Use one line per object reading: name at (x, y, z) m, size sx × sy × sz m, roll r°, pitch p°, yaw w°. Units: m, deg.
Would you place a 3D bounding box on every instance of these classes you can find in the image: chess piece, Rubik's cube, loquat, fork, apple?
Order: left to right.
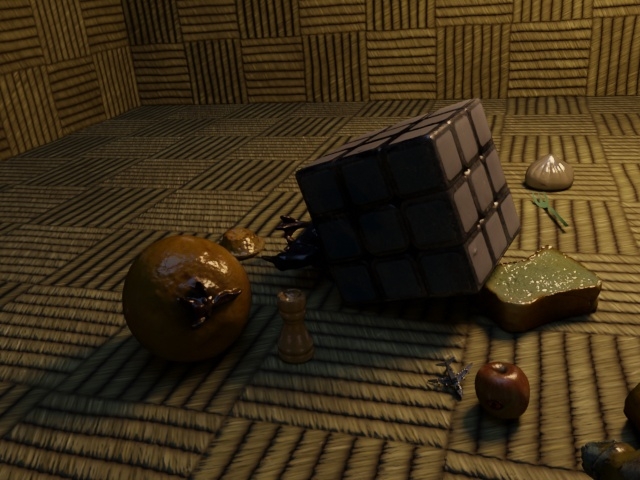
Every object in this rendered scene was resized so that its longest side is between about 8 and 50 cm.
loquat at (-0.233, 0.101, 1.077) m, size 0.244 × 0.244 × 0.244 m, roll -4°, pitch 24°, yaw 2°
chess piece at (-0.048, 0.147, 1.057) m, size 0.066 × 0.122 × 0.066 m, roll -5°, pitch 24°, yaw 2°
Rubik's cube at (0.184, -0.072, 1.206) m, size 0.301 × 0.305 × 0.304 m, roll -10°, pitch 19°, yaw 36°
apple at (0.267, 0.221, 0.894) m, size 0.084 × 0.071 × 0.084 m, roll -1°, pitch 17°, yaw 0°
fork at (0.588, -0.074, 1.552) m, size 0.039 × 0.021 × 0.235 m, roll -7°, pitch 25°, yaw 6°

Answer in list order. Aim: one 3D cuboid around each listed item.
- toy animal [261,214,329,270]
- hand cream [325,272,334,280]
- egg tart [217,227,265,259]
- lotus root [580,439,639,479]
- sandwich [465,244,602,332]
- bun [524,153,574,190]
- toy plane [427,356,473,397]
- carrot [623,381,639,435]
toy animal at (0.000, 0.000, 1.386) m, size 0.298 × 0.122 × 0.185 m, roll -14°, pitch 14°, yaw -36°
hand cream at (0.063, 0.060, 1.355) m, size 0.036 × 0.023 × 0.122 m, roll 14°, pitch 34°, yaw 43°
egg tart at (-0.199, 0.003, 1.505) m, size 0.129 × 0.049 × 0.129 m, roll -3°, pitch 25°, yaw 1°
lotus root at (0.415, 0.287, 0.612) m, size 0.322 × 0.158 × 0.140 m, roll 8°, pitch 26°, yaw 42°
sandwich at (0.403, 0.089, 1.164) m, size 0.214 × 0.065 × 0.186 m, roll -12°, pitch 25°, yaw -12°
bun at (0.657, -0.203, 1.738) m, size 0.138 × 0.094 × 0.138 m, roll -3°, pitch 21°, yaw 1°
toy plane at (0.210, 0.217, 0.967) m, size 0.078 × 0.024 × 0.084 m, roll -23°, pitch 24°, yaw 4°
carrot at (0.456, 0.246, 0.783) m, size 0.082 × 0.082 × 0.173 m, roll -7°, pitch 23°, yaw -4°
